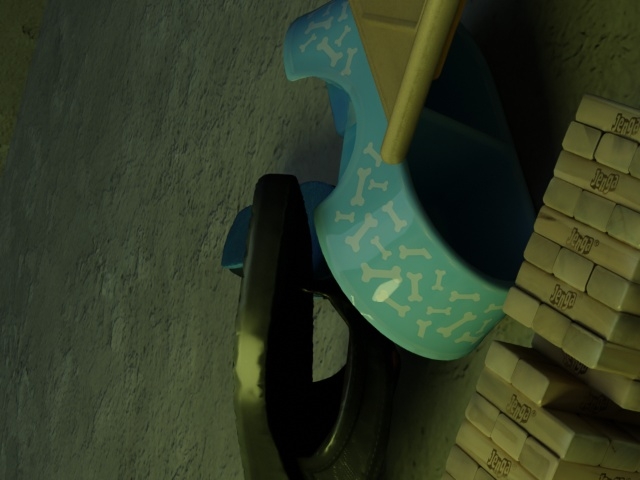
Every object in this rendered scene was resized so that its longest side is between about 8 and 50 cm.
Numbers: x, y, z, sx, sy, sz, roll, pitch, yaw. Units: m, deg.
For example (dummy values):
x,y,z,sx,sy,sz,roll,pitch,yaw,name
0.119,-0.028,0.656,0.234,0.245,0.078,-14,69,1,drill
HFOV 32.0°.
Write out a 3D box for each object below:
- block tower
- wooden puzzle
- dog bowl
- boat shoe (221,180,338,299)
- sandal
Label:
x,y,z,sx,sy,sz,roll,pitch,yaw,name
0.154,0.080,0.637,0.097,0.091,0.335,37,109,58,block tower
0.053,-0.200,0.661,0.221,0.044,0.238,106,158,-56,wooden puzzle
0.070,-0.064,0.789,0.074,0.166,0.297,-36,51,37,dog bowl
0.000,0.000,0.970,0.258,0.089,0.109,12,80,66,boat shoe
0.008,0.156,0.829,0.167,0.107,0.445,-73,-19,-65,sandal
